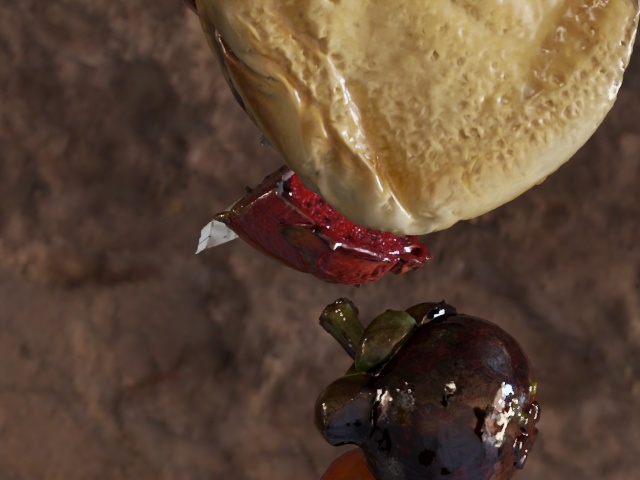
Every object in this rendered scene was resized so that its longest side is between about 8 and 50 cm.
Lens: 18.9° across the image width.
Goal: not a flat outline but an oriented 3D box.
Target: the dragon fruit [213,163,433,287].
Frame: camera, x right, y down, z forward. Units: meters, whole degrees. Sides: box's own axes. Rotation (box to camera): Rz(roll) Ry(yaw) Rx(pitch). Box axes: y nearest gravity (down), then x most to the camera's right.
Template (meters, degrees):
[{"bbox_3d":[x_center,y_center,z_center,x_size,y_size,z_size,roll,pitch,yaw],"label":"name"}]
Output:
[{"bbox_3d":[-0.001,0.001,1.670,0.161,0.120,0.127,45,-46,-2],"label":"dragon fruit"}]

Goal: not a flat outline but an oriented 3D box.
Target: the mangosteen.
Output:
[{"bbox_3d":[0.086,0.137,1.557,0.184,0.172,0.172,3,-27,2],"label":"mangosteen"}]

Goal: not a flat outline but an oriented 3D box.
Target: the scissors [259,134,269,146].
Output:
[{"bbox_3d":[0.042,-0.174,1.552,0.109,0.022,0.300,13,-46,-42],"label":"scissors"}]

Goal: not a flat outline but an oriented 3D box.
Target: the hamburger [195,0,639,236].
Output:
[{"bbox_3d":[0.044,-0.110,0.878,0.214,0.108,0.213,-3,-65,-6],"label":"hamburger"}]

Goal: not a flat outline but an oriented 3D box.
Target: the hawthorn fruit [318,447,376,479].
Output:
[{"bbox_3d":[0.071,0.322,1.770,0.165,0.285,0.165,-8,-44,-8],"label":"hawthorn fruit"}]

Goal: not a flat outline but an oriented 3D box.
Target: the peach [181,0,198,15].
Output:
[{"bbox_3d":[-0.027,-0.349,1.844,0.406,0.335,0.310,25,-20,-29],"label":"peach"}]

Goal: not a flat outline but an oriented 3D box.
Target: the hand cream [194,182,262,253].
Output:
[{"bbox_3d":[-0.017,-0.054,1.816,0.050,0.234,0.080,57,-16,12],"label":"hand cream"}]
